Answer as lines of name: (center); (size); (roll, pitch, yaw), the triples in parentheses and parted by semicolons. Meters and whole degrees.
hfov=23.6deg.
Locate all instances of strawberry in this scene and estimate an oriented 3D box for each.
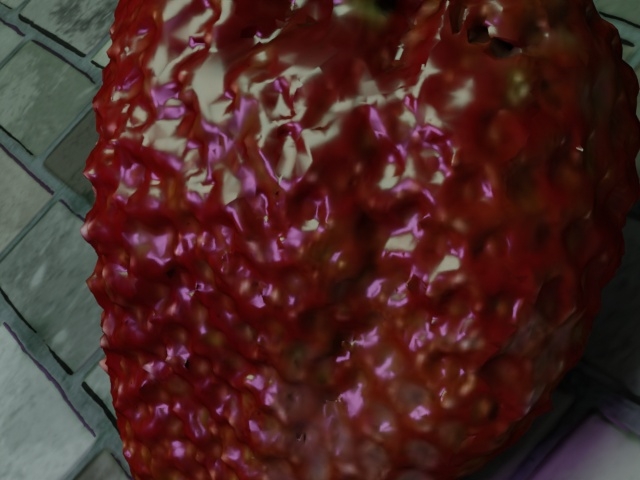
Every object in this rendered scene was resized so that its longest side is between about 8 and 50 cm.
strawberry: (0.000, 0.000, 0.792); (0.312, 0.267, 0.351); (36, 107, 52)
